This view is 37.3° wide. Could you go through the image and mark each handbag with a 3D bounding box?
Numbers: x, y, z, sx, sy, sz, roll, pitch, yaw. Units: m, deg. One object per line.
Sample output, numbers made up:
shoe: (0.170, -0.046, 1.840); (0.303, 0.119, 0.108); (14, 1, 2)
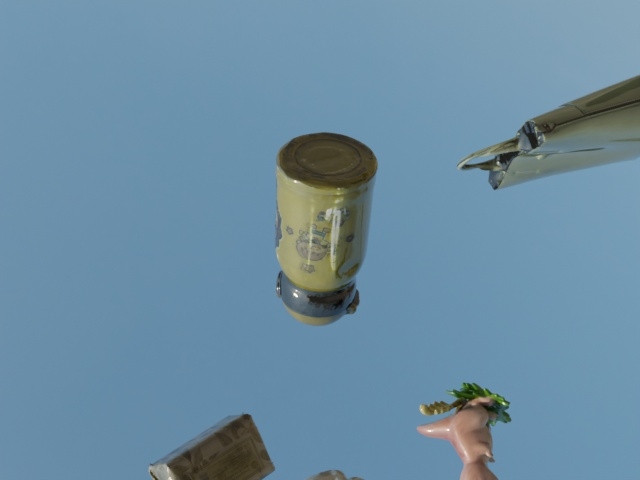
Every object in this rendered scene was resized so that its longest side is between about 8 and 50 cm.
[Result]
handbag: (0.360, -0.139, 1.422); (0.316, 0.241, 0.109); (-21, -102, -12)

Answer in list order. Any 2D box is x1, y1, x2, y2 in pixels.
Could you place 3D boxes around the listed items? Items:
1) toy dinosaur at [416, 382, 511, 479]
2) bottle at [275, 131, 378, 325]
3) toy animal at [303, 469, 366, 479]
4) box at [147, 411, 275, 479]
toy dinosaur: (0.262, 0.364, 1.693); (0.194, 0.152, 0.177); (28, -114, 18)
bottle: (0.000, 0.000, 1.674); (0.172, 0.351, 0.171); (3, -144, -2)
toy animal: (0.016, 0.386, 1.140); (0.127, 0.178, 0.193); (34, -158, -28)
box: (-0.094, 0.198, 0.824); (0.098, 0.045, 0.062); (-25, -87, -38)
